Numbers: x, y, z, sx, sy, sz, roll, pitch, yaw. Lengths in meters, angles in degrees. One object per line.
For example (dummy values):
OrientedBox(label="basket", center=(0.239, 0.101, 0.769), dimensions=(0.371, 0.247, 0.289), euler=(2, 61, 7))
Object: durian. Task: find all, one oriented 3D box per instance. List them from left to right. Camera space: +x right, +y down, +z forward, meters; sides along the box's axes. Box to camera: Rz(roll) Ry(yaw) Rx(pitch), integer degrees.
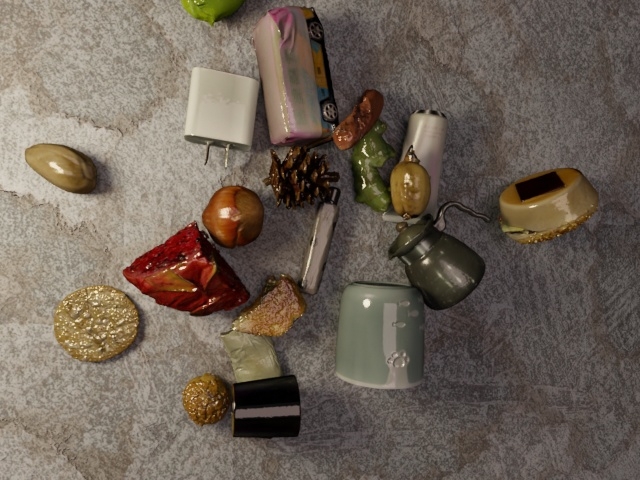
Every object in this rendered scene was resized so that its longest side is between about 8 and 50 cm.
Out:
OrientedBox(label="durian", center=(-0.280, -0.763, 1.181), dimensions=(0.256, 0.204, 0.339), euler=(-33, 141, -38))

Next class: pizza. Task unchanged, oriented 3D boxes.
OrientedBox(label="pizza", center=(-0.142, 0.206, 1.287), dimensions=(0.147, 0.069, 0.226), euler=(44, 78, -10))

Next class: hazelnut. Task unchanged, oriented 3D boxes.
OrientedBox(label="hazelnut", center=(-0.244, -0.066, 1.233), dimensions=(0.182, 0.182, 0.182), euler=(0, 92, -15))

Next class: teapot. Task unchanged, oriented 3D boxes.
OrientedBox(label="teapot", center=(0.360, 0.027, 1.351), dimensions=(0.285, 0.223, 0.305), euler=(45, 124, -5))

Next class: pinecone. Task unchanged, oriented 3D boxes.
OrientedBox(label="pinecone", center=(-0.052, -0.185, 1.280), dimensions=(0.212, 0.168, 0.185), euler=(-17, 127, -25))

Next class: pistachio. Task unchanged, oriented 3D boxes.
OrientedBox(label="pistachio", center=(-0.671, -0.191, 1.152), dimensions=(0.185, 0.126, 0.108), euler=(31, 41, -10))

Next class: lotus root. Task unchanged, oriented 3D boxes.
OrientedBox(label="lotus root", center=(0.267, -0.170, 1.316), dimensions=(0.118, 0.125, 0.220), euler=(-5, 96, -52))

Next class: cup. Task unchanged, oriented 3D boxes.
OrientedBox(label="cup", center=(-0.159, 0.501, 1.244), dimensions=(0.177, 0.166, 0.239), euler=(0, 107, -15))
OrientedBox(label="cup", center=(0.213, 0.263, 1.342), dimensions=(0.357, 0.259, 0.274), euler=(1, 91, -46))

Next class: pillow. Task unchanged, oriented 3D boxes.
OrientedBox(label="pillow", center=(-0.197, 0.360, 1.317), dimensions=(0.148, 0.050, 0.229), euler=(-17, 99, -8))

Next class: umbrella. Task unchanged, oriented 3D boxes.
OrientedBox(label="umbrella", center=(0.000, 0.000, 1.350), dimensions=(0.073, 0.067, 0.337), euler=(15, 88, -18))

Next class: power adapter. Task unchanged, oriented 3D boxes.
OrientedBox(label="power adapter", center=(-0.279, -0.330, 1.238), dimensions=(0.187, 0.124, 0.255), euler=(8, 89, -14))

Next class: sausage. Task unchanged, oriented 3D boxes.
OrientedBox(label="sausage", center=(0.123, -0.362, 1.287), dimensions=(0.326, 0.087, 0.079), euler=(-58, 148, -44))

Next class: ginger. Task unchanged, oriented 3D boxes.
OrientedBox(label="ginger", center=(0.165, -0.233, 1.375), dimensions=(0.137, 0.089, 0.289), euler=(2, 91, -10))

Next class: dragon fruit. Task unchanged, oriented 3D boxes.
OrientedBox(label="dragon fruit", center=(-0.305, 0.090, 1.204), dimensions=(0.330, 0.302, 0.240), euler=(35, 67, -39))

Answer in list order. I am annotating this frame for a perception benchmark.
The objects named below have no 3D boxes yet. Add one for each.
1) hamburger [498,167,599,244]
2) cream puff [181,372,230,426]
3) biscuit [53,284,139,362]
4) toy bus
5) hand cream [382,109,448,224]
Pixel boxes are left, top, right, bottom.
OrientedBox(label="hamburger", center=(0.724, -0.108, 1.424), dimensions=(0.302, 0.302, 0.170), euler=(-33, 108, -12))
OrientedBox(label="cream puff", center=(-0.322, 0.456, 1.257), dimensions=(0.126, 0.103, 0.144), euler=(-31, 105, -13))
OrientedBox(label="biscuit", center=(-0.611, 0.227, 1.211), dimensions=(0.220, 0.033, 0.219), euler=(0, 91, -13))
OrientedBox(label="toy bus", center=(-0.078, -0.459, 1.246), dimensions=(0.162, 0.171, 0.386), euler=(-12, 94, -38))
OrientedBox(label="hand cream", center=(0.314, -0.227, 1.412), dimensions=(0.186, 0.118, 0.358), euler=(6, 99, -14))
